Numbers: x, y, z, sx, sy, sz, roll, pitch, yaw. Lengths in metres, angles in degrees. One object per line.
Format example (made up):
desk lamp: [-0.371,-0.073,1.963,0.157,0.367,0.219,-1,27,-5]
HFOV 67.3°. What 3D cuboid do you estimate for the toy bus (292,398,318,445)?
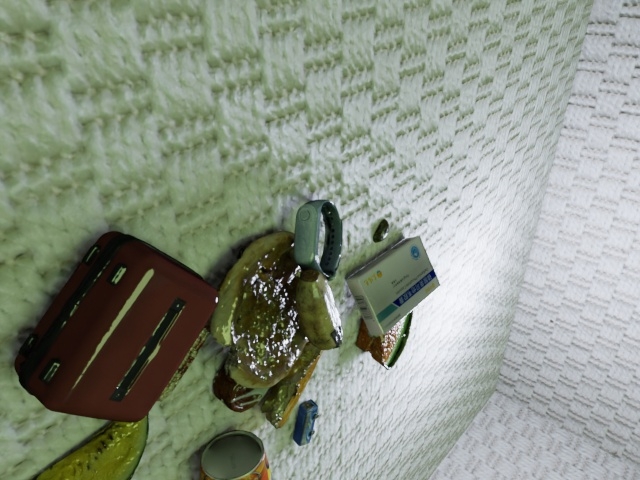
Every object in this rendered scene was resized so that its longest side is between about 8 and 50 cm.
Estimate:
toy bus: [-0.048,0.596,1.569,0.061,0.051,0.152,-9,117,-43]

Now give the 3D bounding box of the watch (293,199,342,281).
watch: [0.000,0.000,1.199,0.193,0.069,0.206,16,73,-64]

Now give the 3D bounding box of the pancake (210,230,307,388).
pancake: [-0.118,0.171,1.147,0.382,0.071,0.381,-14,106,-56]

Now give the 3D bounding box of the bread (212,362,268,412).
bread: [-0.191,0.354,1.224,0.161,0.073,0.160,-27,128,-41]

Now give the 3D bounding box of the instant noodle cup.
instant noodle cup: [-0.219,0.617,1.249,0.213,0.213,0.174,-26,121,-42]

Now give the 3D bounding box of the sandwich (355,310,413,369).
sandwich: [0.225,0.322,1.712,0.212,0.109,0.291,-16,118,-36]

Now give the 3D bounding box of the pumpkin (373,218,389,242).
pumpkin: [0.200,-0.028,1.533,0.050,0.028,0.083,25,86,-53]

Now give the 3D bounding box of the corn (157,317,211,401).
corn: [-0.292,0.225,1.018,0.237,0.080,0.079,-56,144,-14]

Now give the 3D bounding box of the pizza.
pizza: [-0.090,0.407,1.351,0.323,0.090,0.223,-64,166,9]

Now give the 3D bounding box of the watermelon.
watermelon: [-0.457,0.458,0.956,0.301,0.123,0.129,-36,103,-33]

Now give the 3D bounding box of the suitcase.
suitcase: [-0.343,0.154,0.840,0.297,0.161,0.236,-59,145,-9]

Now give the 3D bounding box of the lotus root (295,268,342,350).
lotus root: [-0.009,0.169,1.162,0.110,0.097,0.258,-74,156,-49]

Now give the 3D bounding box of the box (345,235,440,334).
box: [0.248,0.140,1.582,0.343,0.065,0.200,-31,99,-39]
